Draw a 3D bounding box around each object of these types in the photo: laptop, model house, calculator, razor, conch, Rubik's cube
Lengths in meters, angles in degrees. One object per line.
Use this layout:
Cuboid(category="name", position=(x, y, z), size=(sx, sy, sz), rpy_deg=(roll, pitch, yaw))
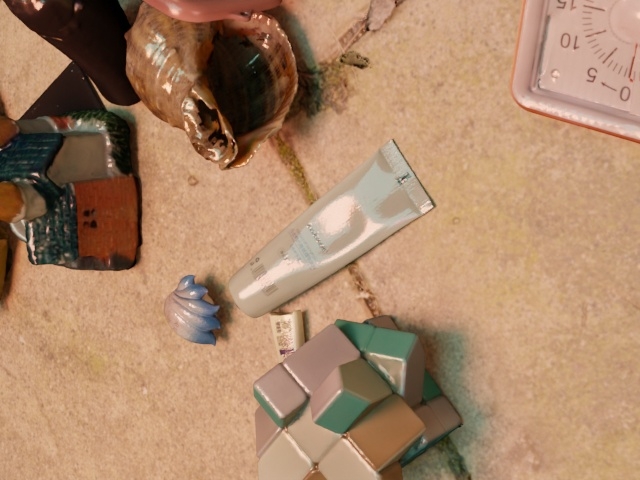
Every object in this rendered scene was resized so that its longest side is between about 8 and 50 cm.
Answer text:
Cuboid(category="laptop", position=(-0.431, -0.197, 1.515), size=(0.180, 0.016, 0.129), rpy_deg=(-38, 74, 26))
Cuboid(category="model house", position=(-0.415, -0.070, 1.349), size=(0.184, 0.291, 0.253), rpy_deg=(2, 96, 22))
Cuboid(category="calculator", position=(-0.194, -0.391, 1.244), size=(0.329, 0.220, 0.048), rpy_deg=(45, 136, 26))
Cuboid(category="razor", position=(-0.337, -0.317, 1.270), size=(0.107, 0.327, 0.189), rpy_deg=(-28, 72, 3))
Cuboid(category="conch", position=(-0.154, -0.217, 1.258), size=(0.159, 0.210, 0.292), rpy_deg=(-44, 62, 61))
Cuboid(category="Rubik's cube", position=(0.041, 0.222, 1.137), size=(0.265, 0.213, 0.224), rpy_deg=(-44, 70, 25))

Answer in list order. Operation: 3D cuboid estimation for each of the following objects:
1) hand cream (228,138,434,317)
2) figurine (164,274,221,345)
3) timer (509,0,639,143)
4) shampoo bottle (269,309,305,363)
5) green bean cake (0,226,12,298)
Cuboid(category="hand cream", position=(0.000, 0.000, 1.245), size=(0.320, 0.067, 0.109), rpy_deg=(-37, 73, 23))
Cuboid(category="figurine", position=(-0.184, 0.112, 1.351), size=(0.114, 0.079, 0.114), rpy_deg=(16, 119, 31))
Cuboid(category="timer", position=(0.348, -0.231, 0.962), size=(0.257, 0.161, 0.250), rpy_deg=(22, 112, 28))
Cuboid(category="shampoo bottle", position=(-0.041, 0.168, 1.288), size=(0.048, 0.034, 0.141), rpy_deg=(-8, 89, 24))
Cuboid(category="green bean cake", position=(-0.707, -0.001, 1.521), size=(0.285, 0.310, 0.202), rpy_deg=(23, 107, 26))
